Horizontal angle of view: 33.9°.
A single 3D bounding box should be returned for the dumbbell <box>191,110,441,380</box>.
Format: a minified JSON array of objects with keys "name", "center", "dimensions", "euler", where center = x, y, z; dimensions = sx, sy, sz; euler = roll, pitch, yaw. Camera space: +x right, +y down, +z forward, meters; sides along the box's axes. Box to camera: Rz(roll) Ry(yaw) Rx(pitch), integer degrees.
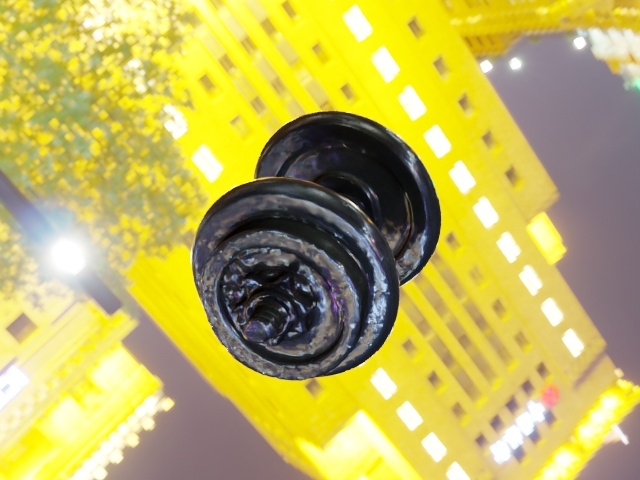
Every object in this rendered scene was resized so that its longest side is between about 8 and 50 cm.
[{"name":"dumbbell","center":[0.000,0.000,0.939],"dimensions":[0.192,0.192,0.290],"euler":[-22,-162,32]}]
